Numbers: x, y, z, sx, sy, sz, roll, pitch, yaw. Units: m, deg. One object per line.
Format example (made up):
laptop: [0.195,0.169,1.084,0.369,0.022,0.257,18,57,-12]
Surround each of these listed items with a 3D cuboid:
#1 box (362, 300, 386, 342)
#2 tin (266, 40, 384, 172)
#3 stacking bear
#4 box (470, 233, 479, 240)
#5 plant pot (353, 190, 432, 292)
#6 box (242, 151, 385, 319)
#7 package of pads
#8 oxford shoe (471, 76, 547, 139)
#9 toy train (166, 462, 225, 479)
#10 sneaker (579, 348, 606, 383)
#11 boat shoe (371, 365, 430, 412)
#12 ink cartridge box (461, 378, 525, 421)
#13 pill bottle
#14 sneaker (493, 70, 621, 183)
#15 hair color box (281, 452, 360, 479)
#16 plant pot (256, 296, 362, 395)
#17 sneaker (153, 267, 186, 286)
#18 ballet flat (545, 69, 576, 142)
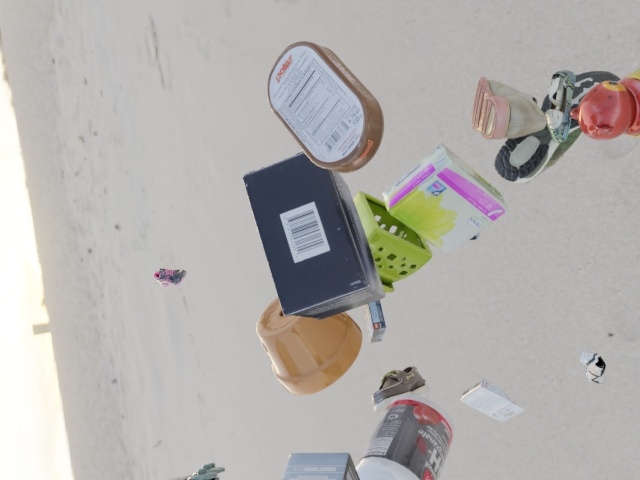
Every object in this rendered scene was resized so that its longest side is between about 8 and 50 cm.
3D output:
box: [0.181,0.254,1.915,0.233,0.044,0.159,85,173,-68]
tin: [0.001,-0.166,0.681,0.106,0.040,0.189,-48,62,23]
stacking bear: [0.671,-0.288,1.145,0.175,0.289,0.164,-116,13,-45]
box: [0.584,-0.122,2.266,0.101,0.060,0.244,-3,108,28]
plant pot: [0.174,0.018,1.713,0.207,0.227,0.228,-53,28,23]
box: [0.000,0.000,1.177,0.294,0.183,0.296,38,-147,-75]
package of pads: [0.340,-0.102,1.520,0.229,0.296,0.101,-41,38,26]
oxford shoe: [0.503,-0.355,1.513,0.397,0.147,0.140,-79,-7,-60]
toy train: [-0.353,0.676,1.464,0.334,0.190,0.142,100,163,-72]
sneaker: [0.621,0.289,1.244,0.044,0.040,0.109,11,145,55]
boat shoe: [0.230,0.441,1.666,0.117,0.324,0.096,-34,69,24]
ink cartridge box: [0.619,0.575,1.984,0.145,0.179,0.045,-59,6,49]
pill bottle: [0.179,0.517,1.254,0.176,0.318,0.176,14,124,23]
sneaker: [0.697,-0.319,1.624,0.410,0.182,0.158,-43,60,16]
hair color box: [-0.018,0.520,0.794,0.374,0.114,0.185,-66,-39,-54]
plant pot: [-0.050,0.275,1.622,0.203,0.291,0.291,54,171,-25]
sneaker: [-0.431,0.099,1.570,0.119,0.057,0.047,-15,40,36]
ballet flat: [0.618,-0.351,1.446,0.070,0.070,0.188,-172,88,-68]
